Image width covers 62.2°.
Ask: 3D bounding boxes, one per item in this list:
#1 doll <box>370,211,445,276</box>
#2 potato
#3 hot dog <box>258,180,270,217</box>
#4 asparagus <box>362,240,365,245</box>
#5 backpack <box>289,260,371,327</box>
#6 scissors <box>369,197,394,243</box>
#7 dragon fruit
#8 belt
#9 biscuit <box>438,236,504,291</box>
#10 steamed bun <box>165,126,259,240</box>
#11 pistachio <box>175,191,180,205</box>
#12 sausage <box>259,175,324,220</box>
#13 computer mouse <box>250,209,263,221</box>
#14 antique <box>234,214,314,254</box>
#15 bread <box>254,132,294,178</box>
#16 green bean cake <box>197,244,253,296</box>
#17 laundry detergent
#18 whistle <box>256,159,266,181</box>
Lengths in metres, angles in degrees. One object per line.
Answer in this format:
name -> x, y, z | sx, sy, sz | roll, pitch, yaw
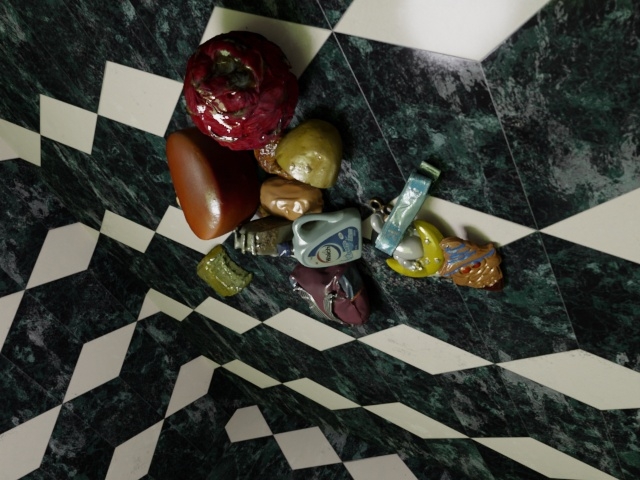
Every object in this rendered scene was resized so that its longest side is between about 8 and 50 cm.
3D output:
doll -> 0.289, 0.018, 1.648 | 0.252, 0.111, 0.237 | 11, 141, 26
potato -> -0.017, -0.274, 1.531 | 0.203, 0.178, 0.158 | 42, 134, 18
hot dog -> -0.194, -0.118, 1.955 | 0.253, 0.069, 0.131 | 57, 175, -30
asparagus -> 0.106, -0.028, 1.854 | 0.127, 0.018, 0.015 | 40, 113, -5
backpack -> 0.057, 0.216, 2.046 | 0.283, 0.197, 0.317 | 2, 135, 40
scissors -> 0.188, -0.056, 1.739 | 0.088, 0.017, 0.220 | 25, 147, 12
dragon fruit -> -0.213, -0.400, 1.413 | 0.329, 0.329, 0.329 | 25, 146, 18
belt -> 0.243, -0.086, 1.496 | 0.072, 0.087, 0.302 | 34, 125, 14
biscuit -> 0.453, 0.079, 1.576 | 0.280, 0.043, 0.183 | 39, 126, -23
steamed bun -> -0.353, -0.202, 1.793 | 0.248, 0.235, 0.380 | -2, 107, 43
pistachio -> -0.496, -0.177, 2.138 | 0.157, 0.157, 0.229 | 27, 159, 16
sausage -> -0.097, -0.139, 1.801 | 0.241, 0.120, 0.136 | 14, 131, 22
computer mouse -> -0.255, -0.063, 2.057 | 0.296, 0.121, 0.184 | 37, 169, -6
antique -> -0.162, -0.019, 1.840 | 0.125, 0.284, 0.150 | 18, 111, 46
bread -> -0.125, -0.267, 1.701 | 0.193, 0.064, 0.193 | 15, 144, 11
green bean cake -> -0.464, 0.153, 2.539 | 0.236, 0.124, 0.233 | 44, 147, -10
laundry detergent -> -0.006, -0.006, 1.766 | 0.280, 0.105, 0.215 | -7, 131, -5
whistle -> -0.201, -0.273, 1.815 | 0.039, 0.039, 0.186 | 29, 147, 12
